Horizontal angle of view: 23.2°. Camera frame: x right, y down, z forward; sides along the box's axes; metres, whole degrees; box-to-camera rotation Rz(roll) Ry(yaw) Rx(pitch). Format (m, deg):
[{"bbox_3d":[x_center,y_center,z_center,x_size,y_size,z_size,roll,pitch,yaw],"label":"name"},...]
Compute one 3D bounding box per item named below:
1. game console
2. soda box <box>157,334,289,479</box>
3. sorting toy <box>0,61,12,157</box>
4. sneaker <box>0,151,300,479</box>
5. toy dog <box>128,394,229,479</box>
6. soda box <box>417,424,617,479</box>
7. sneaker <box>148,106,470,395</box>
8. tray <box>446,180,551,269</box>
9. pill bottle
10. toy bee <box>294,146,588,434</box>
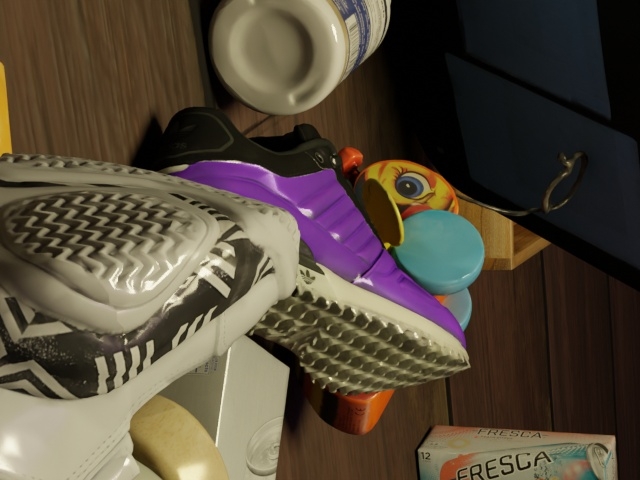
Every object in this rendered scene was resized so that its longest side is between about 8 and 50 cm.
[{"bbox_3d":[0.189,-0.127,1.289,0.060,0.386,0.342,-38,133,-19],"label":"game console"},{"bbox_3d":[-0.089,0.191,0.850,0.098,0.091,0.286,47,46,-63],"label":"soda box"},{"bbox_3d":[-0.197,-0.021,0.611,0.348,0.047,0.196,-51,137,-61],"label":"sorting toy"},{"bbox_3d":[-0.150,0.098,0.530,0.366,0.137,0.210,-20,120,-47],"label":"sneaker"},{"bbox_3d":[-0.055,0.216,0.682,0.334,0.161,0.220,53,52,-19],"label":"toy dog"},{"bbox_3d":[0.187,0.218,1.491,0.063,0.183,0.058,-43,130,-63],"label":"soda box"},{"bbox_3d":[0.000,0.000,1.008,0.293,0.102,0.146,30,50,-45],"label":"sneaker"},{"bbox_3d":[0.223,-0.096,1.761,0.411,0.076,0.203,-20,110,-68],"label":"tray"},{"bbox_3d":[-0.006,-0.154,1.081,0.169,0.094,0.094,-50,136,-62],"label":"pill bottle"},{"bbox_3d":[0.055,0.010,1.222,0.298,0.162,0.195,-35,150,-48],"label":"toy bee"}]
